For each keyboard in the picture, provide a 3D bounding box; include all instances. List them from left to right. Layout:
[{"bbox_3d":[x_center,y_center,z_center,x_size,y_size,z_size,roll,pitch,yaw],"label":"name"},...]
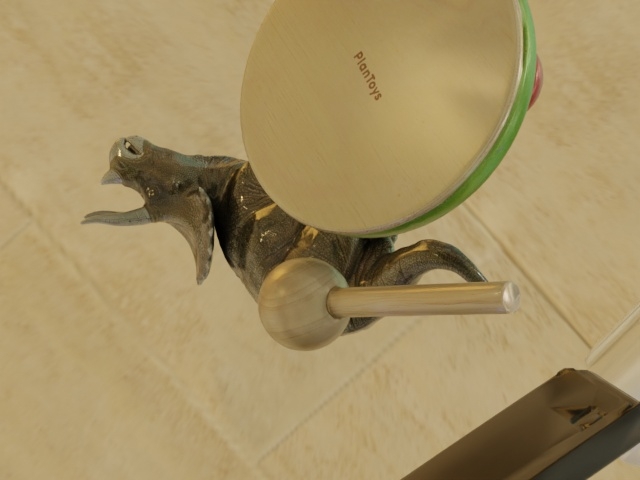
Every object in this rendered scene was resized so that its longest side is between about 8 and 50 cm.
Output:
[{"bbox_3d":[0.047,0.180,0.919,0.317,0.201,0.033,-35,102,-4],"label":"keyboard"}]

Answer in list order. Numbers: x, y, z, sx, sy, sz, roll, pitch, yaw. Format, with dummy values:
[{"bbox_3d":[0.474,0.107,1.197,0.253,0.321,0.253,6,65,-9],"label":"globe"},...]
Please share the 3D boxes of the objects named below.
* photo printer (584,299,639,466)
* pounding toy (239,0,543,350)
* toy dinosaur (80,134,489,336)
[{"bbox_3d":[0.361,0.047,1.167,0.256,0.107,0.307,8,139,-29],"label":"photo printer"},{"bbox_3d":[0.058,-0.053,0.965,0.183,0.110,0.237,-9,71,33],"label":"pounding toy"},{"bbox_3d":[0.000,0.000,1.150,0.313,0.121,0.160,32,88,32],"label":"toy dinosaur"}]
